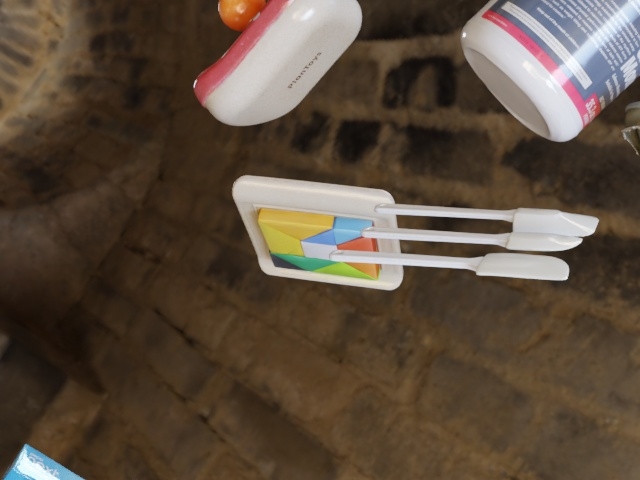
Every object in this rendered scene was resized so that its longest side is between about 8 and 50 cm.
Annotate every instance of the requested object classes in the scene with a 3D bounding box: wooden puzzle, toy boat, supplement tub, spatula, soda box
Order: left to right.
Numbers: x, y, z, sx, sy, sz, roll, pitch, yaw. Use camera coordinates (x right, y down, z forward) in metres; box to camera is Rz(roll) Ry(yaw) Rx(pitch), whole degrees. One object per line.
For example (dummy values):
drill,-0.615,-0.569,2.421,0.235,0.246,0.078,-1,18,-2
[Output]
soda box,-0.458,0.454,1.841,0.067,0.210,0.071,-51,-168,24
toy boat,-0.072,-0.254,1.287,0.231,0.151,0.151,-46,161,21
wooden puzzle,0.000,0.000,1.453,0.220,0.239,0.044,7,-119,11
spatula,0.145,-0.002,1.049,0.241,0.019,0.168,3,-153,25
supplement tub,0.322,-0.271,1.248,0.272,0.191,0.191,-43,-155,2

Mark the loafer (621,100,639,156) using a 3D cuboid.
loafer,0.424,-0.058,1.176,0.087,0.251,0.094,-53,-160,-14
